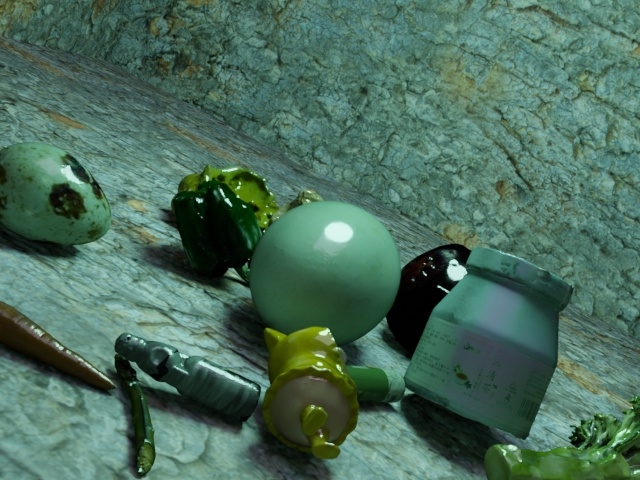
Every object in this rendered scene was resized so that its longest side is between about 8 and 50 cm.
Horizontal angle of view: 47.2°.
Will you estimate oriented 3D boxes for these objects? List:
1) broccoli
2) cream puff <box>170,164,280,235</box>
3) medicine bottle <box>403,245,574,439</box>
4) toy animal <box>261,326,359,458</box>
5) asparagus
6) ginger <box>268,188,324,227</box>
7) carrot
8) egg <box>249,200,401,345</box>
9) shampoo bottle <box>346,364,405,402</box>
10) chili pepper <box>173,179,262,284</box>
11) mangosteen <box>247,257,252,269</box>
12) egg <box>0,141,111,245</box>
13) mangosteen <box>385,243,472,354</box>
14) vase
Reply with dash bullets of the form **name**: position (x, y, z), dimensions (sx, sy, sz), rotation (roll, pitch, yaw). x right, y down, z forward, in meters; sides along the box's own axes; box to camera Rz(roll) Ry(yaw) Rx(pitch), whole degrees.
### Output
- **broccoli**: position (0.437, 0.369, 1.224), dimensions (0.361, 0.221, 0.252), rotation (22, 50, -9)
- **cream puff**: position (-0.211, -0.086, 1.764), dimensions (0.282, 0.185, 0.282), rotation (24, 11, -5)
- **medicine bottle**: position (0.311, 0.179, 1.331), dimensions (0.245, 0.290, 0.245), rotation (23, -6, 2)
- **toy animal**: position (-0.017, 0.218, 1.052), dimensions (0.156, 0.156, 0.230), rotation (21, 12, -14)
- **asparagus**: position (-0.234, 0.213, 0.931), dimensions (0.034, 0.027, 0.236), rotation (29, 10, -31)
- **ginger**: position (0.000, 0.000, 1.724), dimensions (0.221, 0.276, 0.130), rotation (-33, 29, -25)
- **carrot**: position (-0.360, 0.141, 0.961), dimensions (0.216, 0.048, 0.048), rotation (30, 14, 2)
- **egg**: position (0.011, 0.062, 1.392), dimensions (0.276, 0.276, 0.389), rotation (27, 14, 10)
- **shampoo bottle**: position (0.054, 0.244, 1.251), dimensions (0.204, 0.065, 0.065), rotation (13, 18, -40)
- **chili pepper**: position (-0.200, 0.004, 1.507), dimensions (0.165, 0.261, 0.174), rotation (-30, 24, -24)
- **mangosteen**: position (-0.120, 0.049, 1.631), dimensions (0.081, 0.081, 0.081), rotation (23, 14, -6)
- **egg**: position (-0.479, -0.076, 1.295), dimensions (0.231, 0.169, 0.169), rotation (33, 10, -19)
- **mangosteen**: position (0.283, 0.159, 1.608), dimensions (0.287, 0.288, 0.233), rotation (29, 24, 17)
- **vase**: position (-0.186, 0.183, 1.016), dimensions (0.211, 0.060, 0.060), rotation (28, 13, -12)
